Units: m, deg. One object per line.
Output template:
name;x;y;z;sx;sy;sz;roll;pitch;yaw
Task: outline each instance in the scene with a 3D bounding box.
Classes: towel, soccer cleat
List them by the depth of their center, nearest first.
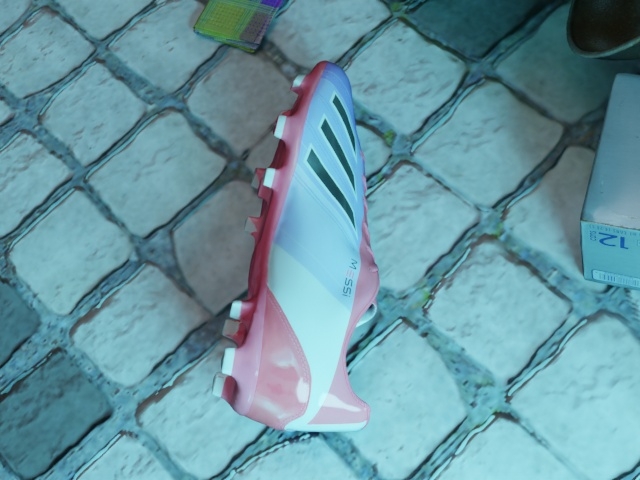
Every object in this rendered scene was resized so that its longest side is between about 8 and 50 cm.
soccer cleat;0.000;0.000;0.626;0.095;0.083;0.248;16;61;-9
towel;-0.055;-0.182;0.762;0.060;0.009;0.083;18;69;24

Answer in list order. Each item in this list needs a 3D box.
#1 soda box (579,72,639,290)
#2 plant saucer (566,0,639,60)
soda box;0.290;-0.009;0.531;0.286;0.091;0.098;11;70;20
plant saucer;0.259;-0.222;0.565;0.050;0.310;0.311;32;73;-10
